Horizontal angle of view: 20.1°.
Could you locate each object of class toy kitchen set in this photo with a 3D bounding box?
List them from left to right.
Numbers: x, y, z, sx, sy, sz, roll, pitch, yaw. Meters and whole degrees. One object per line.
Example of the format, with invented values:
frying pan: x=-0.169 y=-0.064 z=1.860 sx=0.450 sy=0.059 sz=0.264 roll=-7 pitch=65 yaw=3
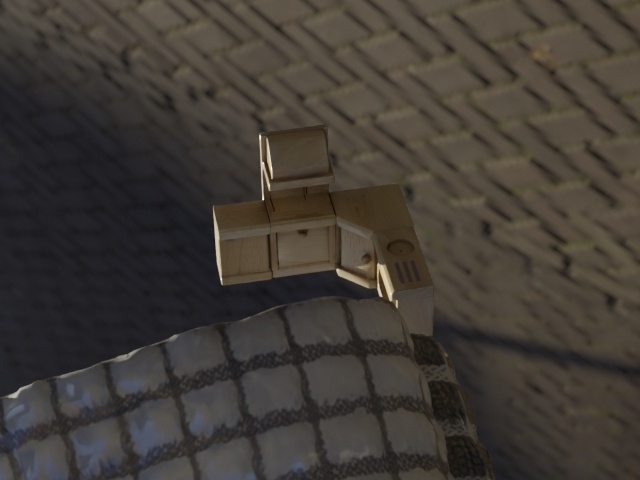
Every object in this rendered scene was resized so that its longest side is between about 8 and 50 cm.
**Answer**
toy kitchen set: x=0.000 y=0.000 z=0.766 sx=0.083 sy=0.075 sz=0.068 roll=-8 pitch=129 yaw=-7

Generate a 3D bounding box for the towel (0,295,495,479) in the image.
towel: x=-0.066 y=0.170 z=0.511 sx=0.284 sy=0.235 sz=0.121 roll=-21 pitch=156 yaw=14
